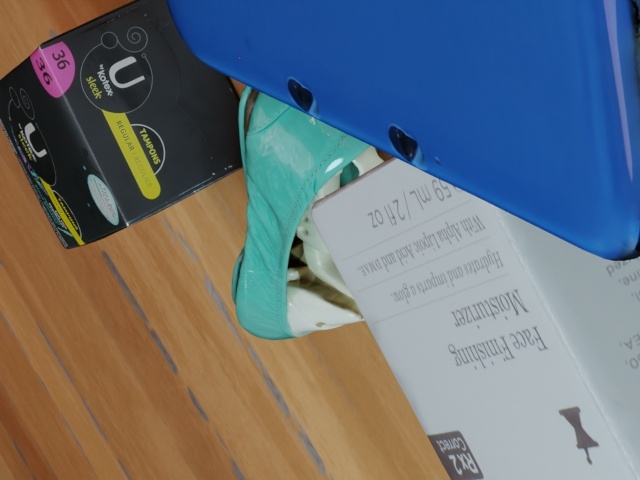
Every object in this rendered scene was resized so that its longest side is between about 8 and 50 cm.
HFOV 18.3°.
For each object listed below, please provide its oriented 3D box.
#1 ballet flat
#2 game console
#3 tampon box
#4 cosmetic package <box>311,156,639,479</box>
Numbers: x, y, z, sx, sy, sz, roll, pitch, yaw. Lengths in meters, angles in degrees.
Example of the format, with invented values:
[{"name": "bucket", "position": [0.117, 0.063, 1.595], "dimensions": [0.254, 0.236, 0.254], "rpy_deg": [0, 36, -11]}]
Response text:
[{"name": "ballet flat", "position": [0.000, 0.000, 1.075], "dimensions": [0.087, 0.083, 0.247], "rpy_deg": [38, 153, 21]}, {"name": "game console", "position": [0.048, -0.172, 0.603], "dimensions": [0.173, 0.250, 0.293], "rpy_deg": [45, 172, -34]}, {"name": "tampon box", "position": [-0.126, -0.073, 1.244], "dimensions": [0.120, 0.101, 0.161], "rpy_deg": [63, 159, -3]}, {"name": "cosmetic package", "position": [0.120, 0.023, 0.703], "dimensions": [0.184, 0.151, 0.151], "rpy_deg": [62, 160, 1]}]
